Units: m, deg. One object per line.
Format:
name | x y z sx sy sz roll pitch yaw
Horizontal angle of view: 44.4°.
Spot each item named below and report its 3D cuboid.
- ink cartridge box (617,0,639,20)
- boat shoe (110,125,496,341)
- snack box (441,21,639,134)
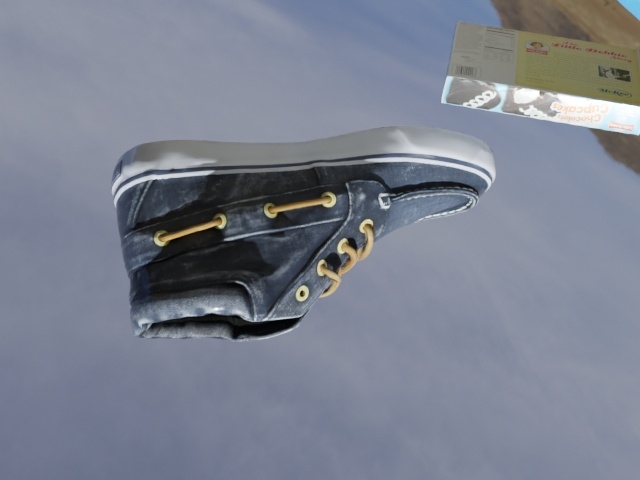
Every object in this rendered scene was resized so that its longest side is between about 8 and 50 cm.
ink cartridge box | 0.233 -0.229 0.307 0.223 0.307 0.129 22 -118 -36
boat shoe | 0.000 0.000 0.362 0.183 0.065 0.083 -5 -110 -13
snack box | 0.375 -0.278 1.322 0.321 0.060 0.187 11 -135 7
